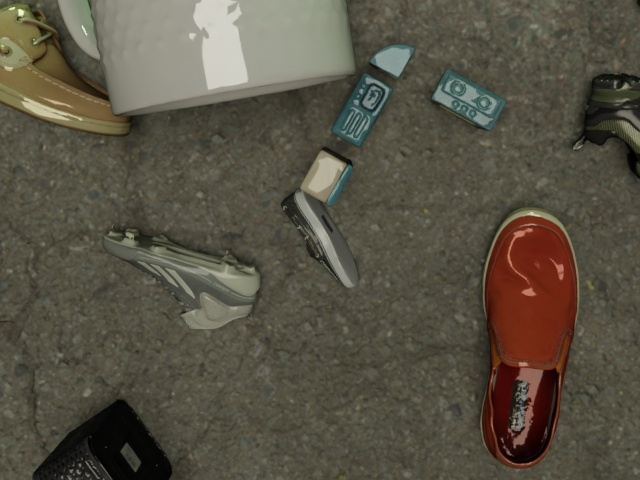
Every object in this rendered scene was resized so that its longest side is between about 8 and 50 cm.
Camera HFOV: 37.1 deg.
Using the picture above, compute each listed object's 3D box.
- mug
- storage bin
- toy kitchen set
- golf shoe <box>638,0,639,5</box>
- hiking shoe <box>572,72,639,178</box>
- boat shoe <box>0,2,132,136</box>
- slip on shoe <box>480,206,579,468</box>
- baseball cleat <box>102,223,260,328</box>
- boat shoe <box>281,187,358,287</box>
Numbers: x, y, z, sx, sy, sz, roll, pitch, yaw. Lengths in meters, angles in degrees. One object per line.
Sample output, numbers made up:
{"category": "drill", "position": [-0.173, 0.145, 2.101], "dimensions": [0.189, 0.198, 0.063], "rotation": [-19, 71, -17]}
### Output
{"category": "mug", "position": [-0.161, -0.316, 1.065], "dimensions": [0.374, 0.276, 0.328], "rotation": [-5, 99, 35]}
{"category": "storage bin", "position": [-0.263, 0.287, 1.178], "dimensions": [0.084, 0.180, 0.122], "rotation": [-34, 95, 6]}
{"category": "toy kitchen set", "position": [0.098, -0.116, 1.136], "dimensions": [0.166, 0.122, 0.207], "rotation": [29, 98, -2]}
{"category": "golf shoe", "position": [0.333, -0.336, 1.126], "dimensions": [0.176, 0.069, 0.086], "rotation": [23, 104, 0]}
{"category": "hiking shoe", "position": [0.424, -0.124, 1.152], "dimensions": [0.227, 0.086, 0.114], "rotation": [18, 112, 5]}
{"category": "boat shoe", "position": [-0.372, -0.230, 1.140], "dimensions": [0.341, 0.121, 0.110], "rotation": [26, 99, 0]}
{"category": "slip on shoe", "position": [0.257, 0.125, 1.175], "dimensions": [0.123, 0.101, 0.331], "rotation": [5, 97, 3]}
{"category": "baseball cleat", "position": [-0.181, 0.053, 1.198], "dimensions": [0.206, 0.072, 0.109], "rotation": [16, 105, 4]}
{"category": "boat shoe", "position": [0.000, 0.000, 1.198], "dimensions": [0.040, 0.049, 0.142], "rotation": [-27, 95, 25]}
